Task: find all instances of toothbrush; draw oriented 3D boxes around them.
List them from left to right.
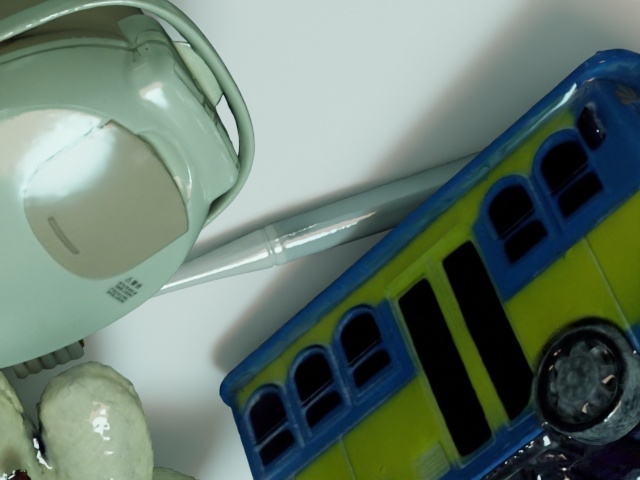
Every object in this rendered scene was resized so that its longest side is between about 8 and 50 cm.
[{"bbox_3d":[0.000,-0.002,0.923,0.342,0.025,0.030,-21,138,-5],"label":"toothbrush"}]

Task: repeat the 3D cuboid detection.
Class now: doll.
[{"bbox_3d":[-0.156,0.145,0.910,0.278,0.149,0.175,40,151,-26],"label":"doll"}]

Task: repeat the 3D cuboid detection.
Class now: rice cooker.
[{"bbox_3d":[-0.135,-0.031,0.785,0.206,0.127,0.145,-32,132,0],"label":"rice cooker"}]

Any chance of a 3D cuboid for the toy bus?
[{"bbox_3d":[0.102,0.066,0.893,0.138,0.175,0.287,25,123,-41],"label":"toy bus"}]
